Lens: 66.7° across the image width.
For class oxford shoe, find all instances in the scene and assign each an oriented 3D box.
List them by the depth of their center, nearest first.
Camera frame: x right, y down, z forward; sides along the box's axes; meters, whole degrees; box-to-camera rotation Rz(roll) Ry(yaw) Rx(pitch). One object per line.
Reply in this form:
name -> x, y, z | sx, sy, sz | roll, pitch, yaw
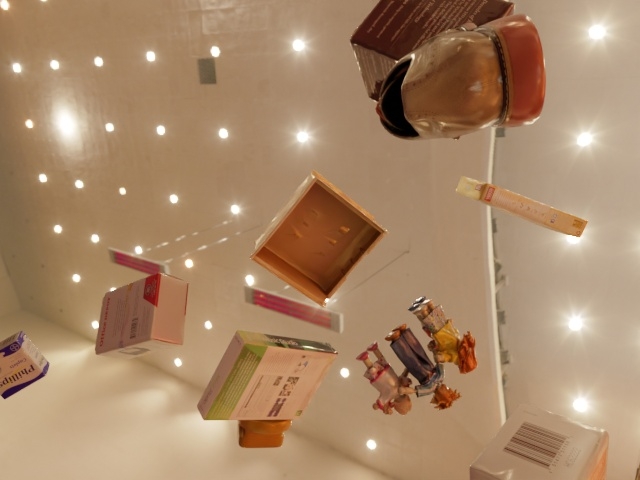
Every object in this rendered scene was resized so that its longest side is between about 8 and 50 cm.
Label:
oxford shoe -> 0.122, -0.174, 0.546 | 0.130, 0.348, 0.123 | -12, -80, 5

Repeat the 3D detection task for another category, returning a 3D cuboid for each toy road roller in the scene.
toy road roller -> -0.186, 0.493, 1.528 | 0.329, 0.202, 0.240 | -137, -125, -70

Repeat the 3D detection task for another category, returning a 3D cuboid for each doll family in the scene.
doll family -> 0.201, 0.216, 0.894 | 0.163, 0.263, 0.118 | 54, -34, 1

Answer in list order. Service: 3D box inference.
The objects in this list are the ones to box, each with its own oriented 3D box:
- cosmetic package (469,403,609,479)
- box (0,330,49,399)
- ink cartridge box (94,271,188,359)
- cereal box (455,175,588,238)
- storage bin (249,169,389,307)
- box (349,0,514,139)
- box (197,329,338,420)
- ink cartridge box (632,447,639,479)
cosmetic package -> 0.391, 0.564, 0.872 | 0.161, 0.230, 0.453 | 9, -69, 42
box -> -0.868, 0.351, 1.373 | 0.137, 0.126, 0.072 | 65, -13, -24
ink cartridge box -> -0.341, 0.147, 0.929 | 0.175, 0.072, 0.127 | -19, -120, 32
cereal box -> 0.442, -0.078, 1.092 | 0.240, 0.173, 0.047 | 20, -80, -6
storage bin -> 0.000, 0.000, 1.270 | 0.260, 0.123, 0.262 | 36, -78, -17
box -> 0.190, -0.315, 0.831 | 0.203, 0.168, 0.167 | 34, -97, 25
box -> -0.128, 0.358, 1.260 | 0.058, 0.322, 0.232 | 40, -75, 45
ink cartridge box -> 0.417, 0.191, 0.462 | 0.171, 0.168, 0.232 | 16, -44, 35
